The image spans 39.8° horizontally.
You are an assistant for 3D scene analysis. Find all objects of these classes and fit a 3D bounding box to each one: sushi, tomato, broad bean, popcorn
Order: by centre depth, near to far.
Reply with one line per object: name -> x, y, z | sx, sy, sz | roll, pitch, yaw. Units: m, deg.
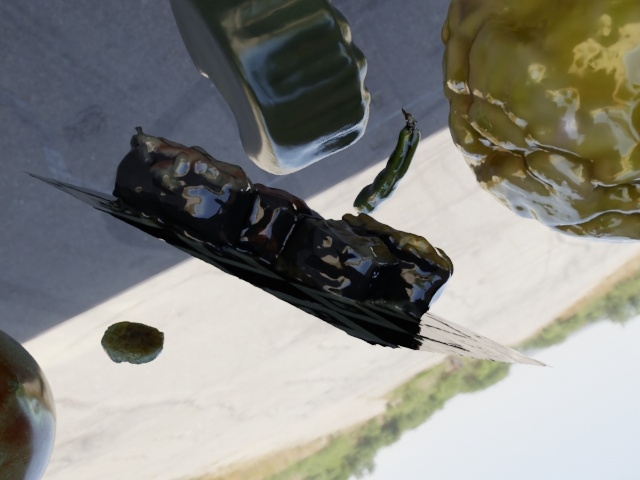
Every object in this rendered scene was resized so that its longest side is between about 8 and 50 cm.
sushi -> 0.000, 0.000, 0.605 | 0.294, 0.292, 0.059 | 17, 96, -60
popcorn -> 0.291, -0.176, 0.788 | 0.390, 0.344, 0.354 | -60, 177, 0
tomato -> -0.424, 0.205, 0.997 | 0.222, 0.270, 0.270 | -20, 172, 22
broad bean -> 0.099, -0.100, 1.329 | 0.039, 0.069, 0.227 | 2, 142, -23

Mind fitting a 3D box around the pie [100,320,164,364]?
pie -> -0.248, 0.134, 1.170 | 0.084, 0.084, 0.020 | -20, 135, -36

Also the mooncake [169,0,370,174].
mooncake -> -0.072, -0.274, 1.273 | 0.187, 0.351, 0.351 | -27, 168, -9
